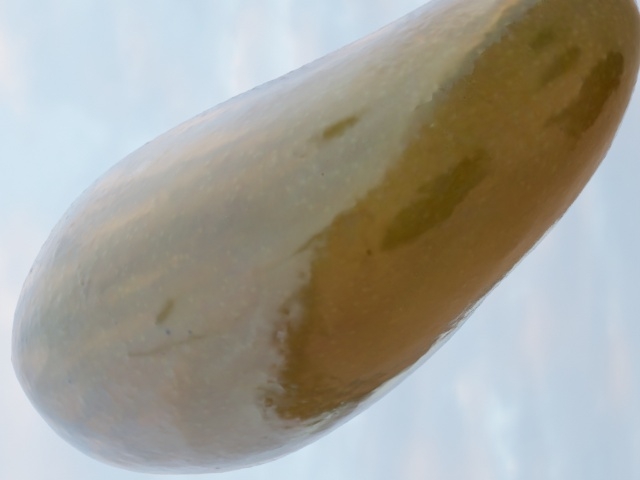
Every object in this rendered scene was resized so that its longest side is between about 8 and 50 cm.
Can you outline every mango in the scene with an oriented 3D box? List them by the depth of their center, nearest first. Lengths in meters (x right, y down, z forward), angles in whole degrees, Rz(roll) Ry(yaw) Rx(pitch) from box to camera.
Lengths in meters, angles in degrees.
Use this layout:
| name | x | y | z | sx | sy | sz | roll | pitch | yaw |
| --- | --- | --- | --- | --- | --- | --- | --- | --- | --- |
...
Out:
| name | x | y | z | sx | sy | sz | roll | pitch | yaw |
| --- | --- | --- | --- | --- | --- | --- | --- | --- | --- |
| mango | 0.000 | 0.000 | 0.416 | 0.085 | 0.184 | 0.102 | 57 | -147 | -6 |
